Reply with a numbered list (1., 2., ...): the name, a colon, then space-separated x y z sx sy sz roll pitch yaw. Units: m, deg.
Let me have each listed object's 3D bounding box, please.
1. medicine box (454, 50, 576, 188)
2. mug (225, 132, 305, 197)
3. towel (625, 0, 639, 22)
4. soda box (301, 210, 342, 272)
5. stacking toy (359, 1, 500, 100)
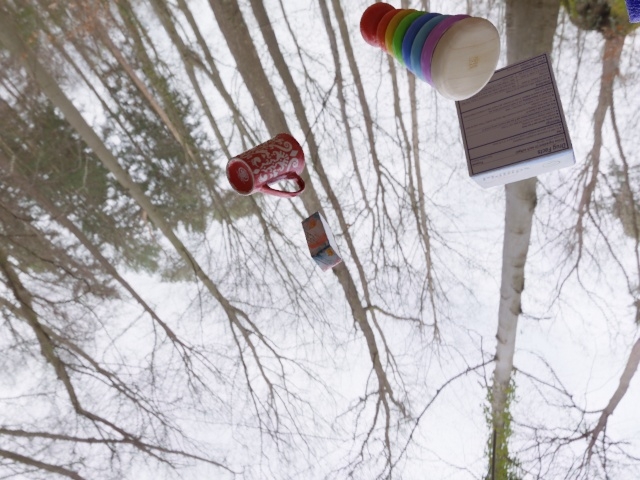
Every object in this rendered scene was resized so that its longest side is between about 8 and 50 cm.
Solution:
1. medicine box: 0.535 -0.324 1.427 0.263 0.149 0.289 -14 -104 28
2. mug: -0.117 -0.168 1.195 0.150 0.113 0.169 30 -141 23
3. towel: 0.920 -0.706 1.305 0.076 0.228 0.308 -28 -164 -23
4. soda box: 0.000 0.000 1.308 0.058 0.063 0.183 -33 -149 8
5. stacking toy: 0.187 -0.391 0.993 0.141 0.141 0.330 -30 -137 -9
